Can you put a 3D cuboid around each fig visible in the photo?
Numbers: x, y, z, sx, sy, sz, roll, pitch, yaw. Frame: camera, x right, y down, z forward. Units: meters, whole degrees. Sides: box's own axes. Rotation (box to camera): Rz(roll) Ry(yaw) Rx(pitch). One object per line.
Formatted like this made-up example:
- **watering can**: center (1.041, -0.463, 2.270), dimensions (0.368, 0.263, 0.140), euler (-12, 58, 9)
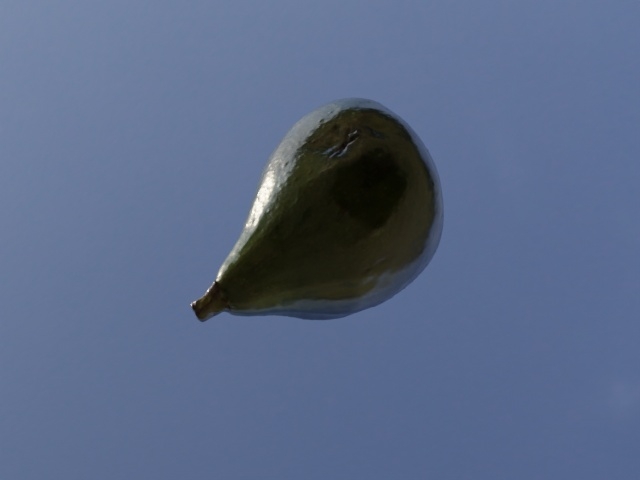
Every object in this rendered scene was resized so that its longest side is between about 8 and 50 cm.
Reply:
- **fig**: center (0.000, 0.000, 0.865), dimensions (0.117, 0.117, 0.177), euler (50, -134, -6)
